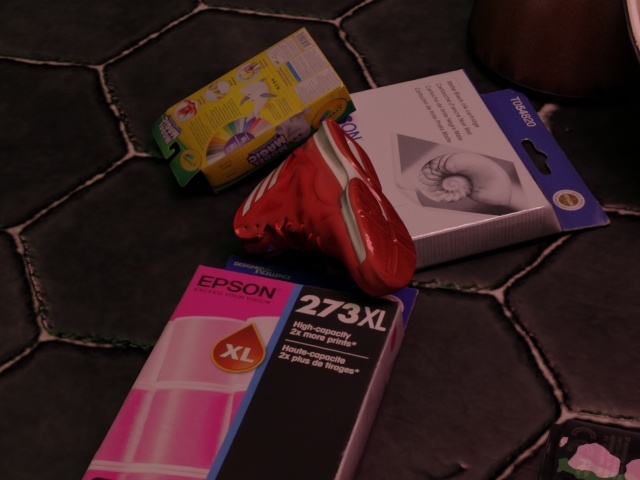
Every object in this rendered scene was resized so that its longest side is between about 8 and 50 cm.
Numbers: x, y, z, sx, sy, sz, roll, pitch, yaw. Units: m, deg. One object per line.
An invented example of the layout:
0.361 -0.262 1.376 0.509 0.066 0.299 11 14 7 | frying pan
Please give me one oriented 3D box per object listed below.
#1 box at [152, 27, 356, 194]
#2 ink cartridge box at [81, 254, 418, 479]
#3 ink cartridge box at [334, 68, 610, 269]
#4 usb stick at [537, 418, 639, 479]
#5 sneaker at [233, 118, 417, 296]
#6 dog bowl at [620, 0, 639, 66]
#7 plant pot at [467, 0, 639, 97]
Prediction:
-0.066 -0.117 1.504 0.179 0.043 0.105 -29 46 -1 | box
-0.044 0.116 1.243 0.176 0.069 0.371 10 36 11 | ink cartridge box
0.126 -0.074 1.479 0.224 0.045 0.223 -13 44 -13 | ink cartridge box
0.304 0.192 1.187 0.278 0.045 0.077 11 51 13 | usb stick
0.000 0.000 1.365 0.128 0.087 0.221 -39 31 16 | sneaker
0.474 -0.207 1.424 0.408 0.150 0.407 -3 73 9 | dog bowl
0.262 -0.296 1.568 0.215 0.230 0.215 1 40 -1 | plant pot
